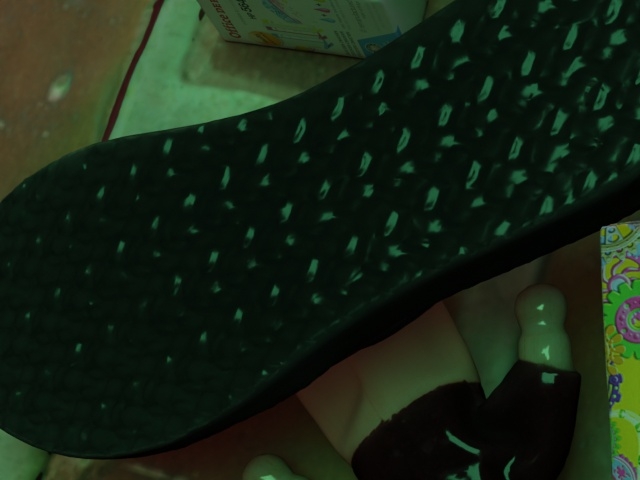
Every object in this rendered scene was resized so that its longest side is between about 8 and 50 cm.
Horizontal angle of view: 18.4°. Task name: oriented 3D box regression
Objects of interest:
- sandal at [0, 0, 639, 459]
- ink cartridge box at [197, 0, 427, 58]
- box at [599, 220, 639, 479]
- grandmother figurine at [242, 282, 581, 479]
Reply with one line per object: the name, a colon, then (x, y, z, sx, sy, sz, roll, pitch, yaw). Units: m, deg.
sandal: (0.002, 0.002, 1.004, 0.446, 0.107, 0.167, -21, 68, 23)
ink cartridge box: (-0.012, -0.171, 1.185, 0.143, 0.092, 0.090, 8, 72, 18)
box: (0.300, 0.096, 0.882, 0.290, 0.279, 0.177, -7, 72, 20)
grandmother figurine: (0.056, 0.098, 1.068, 0.208, 0.104, 0.342, -40, 66, 28)
